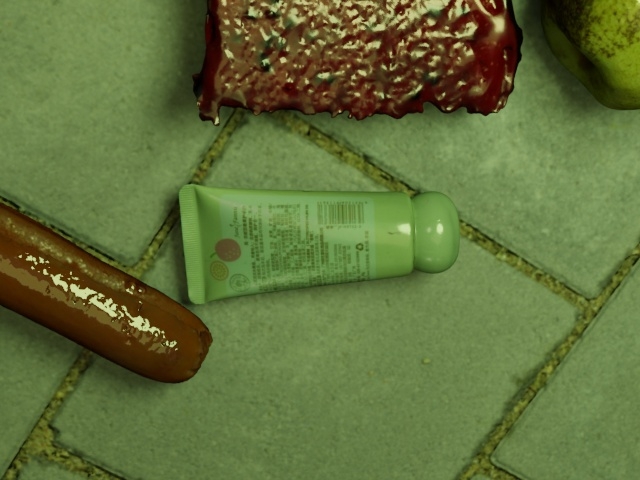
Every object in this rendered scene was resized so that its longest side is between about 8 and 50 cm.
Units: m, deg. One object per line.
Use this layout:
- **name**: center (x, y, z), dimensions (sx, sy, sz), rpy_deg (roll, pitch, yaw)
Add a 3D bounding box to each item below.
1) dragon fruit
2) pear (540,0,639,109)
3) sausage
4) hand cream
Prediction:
- **dragon fruit**: center (0.039, -0.261, 1.078), dimensions (0.344, 0.100, 0.282), rpy_deg (1, 110, -10)
- **pear**: center (0.328, -0.238, 1.066), dimensions (0.197, 0.197, 0.197), rpy_deg (-2, 110, -5)
- **sausage**: center (-0.270, 0.061, 1.165), dimensions (0.330, 0.102, 0.102), rpy_deg (30, 104, -14)
- **hand cream**: center (0.000, 0.000, 1.172), dimensions (0.306, 0.093, 0.147), rpy_deg (-3, 115, -3)
